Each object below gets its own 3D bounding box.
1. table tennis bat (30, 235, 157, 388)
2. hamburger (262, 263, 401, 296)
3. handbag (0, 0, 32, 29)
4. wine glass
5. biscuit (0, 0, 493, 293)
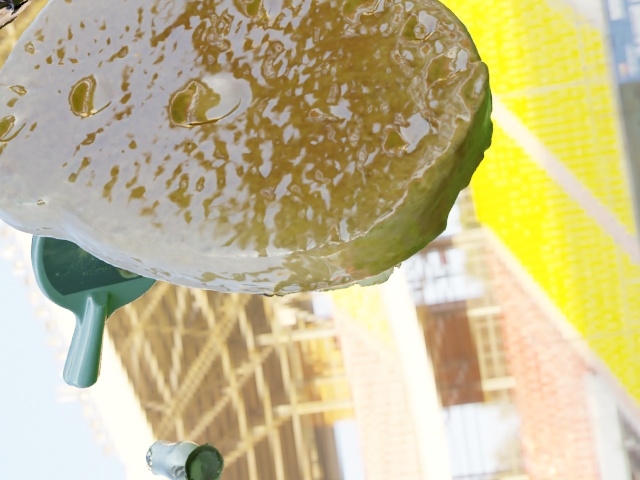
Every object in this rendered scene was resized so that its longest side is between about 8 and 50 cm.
[{"bbox_3d":[-0.218,0.039,1.416,0.038,0.149,0.237,41,124,47],"label":"table tennis bat"},{"bbox_3d":[-0.005,-0.002,1.538,0.102,0.176,0.087,-94,-6,-67],"label":"hamburger"},{"bbox_3d":[-0.395,-0.268,1.655,0.203,0.216,0.074,-45,-74,-32],"label":"handbag"},{"bbox_3d":[-0.114,0.186,1.191,0.039,0.083,0.042,-15,-84,-34],"label":"wine glass"},{"bbox_3d":[-0.048,-0.103,0.916,0.287,0.343,0.057,-69,-28,-23],"label":"biscuit"}]
